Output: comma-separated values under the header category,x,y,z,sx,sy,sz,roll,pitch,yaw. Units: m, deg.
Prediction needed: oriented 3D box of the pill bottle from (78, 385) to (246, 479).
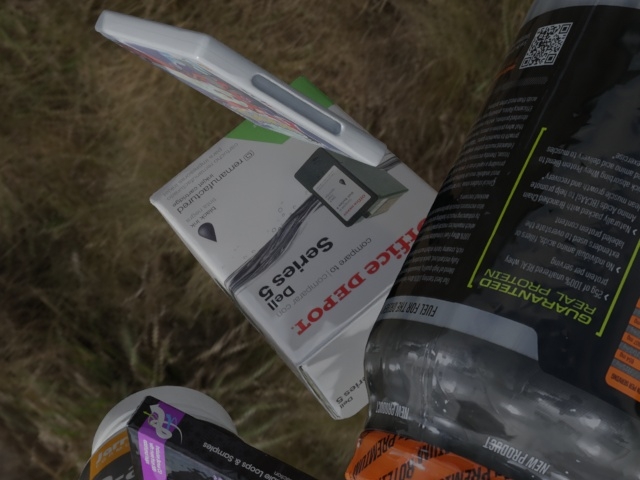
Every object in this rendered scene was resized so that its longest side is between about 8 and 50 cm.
category,x,y,z,sx,sy,sz,roll,pitch,yaw
pill bottle,-0.115,0.235,0.881,0.162,0.278,0.162,-4,111,-10

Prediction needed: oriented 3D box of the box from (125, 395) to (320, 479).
category,x,y,z,sx,sy,sz,roll,pitch,yaw
box,-0.039,0.165,0.679,0.162,0.029,0.116,23,144,14

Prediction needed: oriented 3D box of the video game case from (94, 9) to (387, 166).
category,x,y,z,sx,sy,sz,roll,pitch,yaw
video game case,-0.068,-0.124,0.904,0.183,0.201,0.023,28,89,-35

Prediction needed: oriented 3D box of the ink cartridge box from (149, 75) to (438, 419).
category,x,y,z,sx,sy,sz,roll,pitch,yaw
ink cartridge box,0.000,0.000,1.052,0.273,0.198,0.114,45,171,39

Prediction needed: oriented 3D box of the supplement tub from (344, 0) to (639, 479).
category,x,y,z,sx,sy,sz,roll,pitch,yaw
supplement tub,0.159,0.022,0.657,0.207,0.338,0.207,26,166,7
